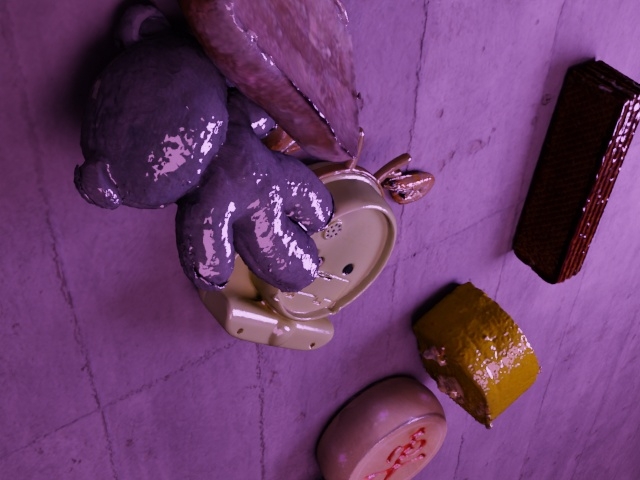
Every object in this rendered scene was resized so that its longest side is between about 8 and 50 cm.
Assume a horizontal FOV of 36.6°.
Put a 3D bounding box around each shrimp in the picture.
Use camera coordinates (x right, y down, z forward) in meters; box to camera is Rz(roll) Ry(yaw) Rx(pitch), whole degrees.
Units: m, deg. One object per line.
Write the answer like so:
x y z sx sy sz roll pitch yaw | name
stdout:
0.119 -0.071 1.364 0.108 0.023 0.059 -10 142 -37 | shrimp
-0.036 -0.130 1.147 0.180 0.041 0.099 -42 160 -4 | shrimp

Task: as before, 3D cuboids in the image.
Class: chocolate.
-0.052 -0.206 0.952 0.100 0.185 0.303 -16 149 23 | chocolate

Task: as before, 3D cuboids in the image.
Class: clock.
0.000 0.000 1.256 0.235 0.096 0.308 19 112 -51 | clock

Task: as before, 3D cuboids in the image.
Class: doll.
-0.122 -0.067 1.008 0.340 0.158 0.246 40 55 -49 | doll

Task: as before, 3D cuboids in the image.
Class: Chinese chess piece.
0.113 0.360 1.739 0.251 0.097 0.251 -25 142 -22 | Chinese chess piece

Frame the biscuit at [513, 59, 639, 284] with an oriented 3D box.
0.405 -0.097 1.539 0.073 0.107 0.388 -23 140 -31 | biscuit

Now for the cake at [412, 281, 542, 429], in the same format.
0.269 0.206 1.659 0.156 0.179 0.260 -37 144 -8 | cake
